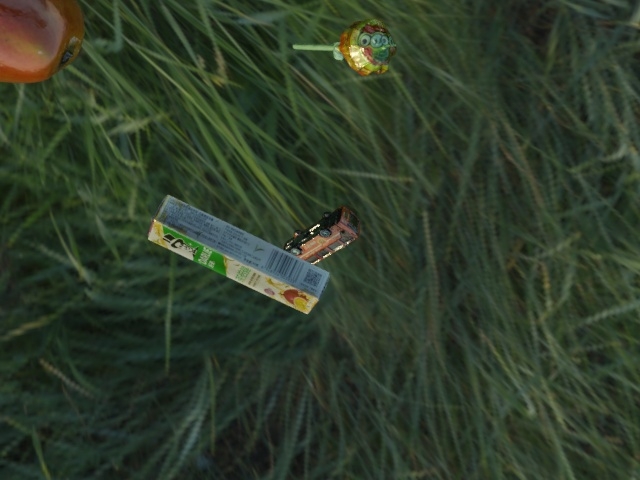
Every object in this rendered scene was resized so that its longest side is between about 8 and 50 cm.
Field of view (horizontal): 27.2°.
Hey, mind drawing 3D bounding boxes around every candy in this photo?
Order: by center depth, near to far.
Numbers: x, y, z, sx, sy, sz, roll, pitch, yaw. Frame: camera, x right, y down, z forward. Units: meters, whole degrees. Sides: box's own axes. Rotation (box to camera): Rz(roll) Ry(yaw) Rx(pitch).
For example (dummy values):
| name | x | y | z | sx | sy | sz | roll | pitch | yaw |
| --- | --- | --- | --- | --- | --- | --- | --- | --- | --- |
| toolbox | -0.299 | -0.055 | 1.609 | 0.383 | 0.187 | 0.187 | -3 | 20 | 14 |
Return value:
| name | x | y | z | sx | sy | sz | roll | pitch | yaw |
| --- | --- | --- | --- | --- | --- | --- | --- | --- | --- |
| candy | 0.017 | -0.216 | 1.474 | 0.061 | 0.201 | 0.060 | -4 | 99 | -27 |

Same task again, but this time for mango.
| name | x | y | z | sx | sy | sz | roll | pitch | yaw |
| --- | --- | --- | --- | --- | --- | --- | --- | --- | --- |
| mango | -0.365 | -0.230 | 1.256 | 0.289 | 0.146 | 0.129 | 10 | 137 | 5 |

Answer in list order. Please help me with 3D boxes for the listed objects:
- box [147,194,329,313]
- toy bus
| name | x | y | z | sx | sy | sz | roll | pitch | yaw |
| --- | --- | --- | --- | --- | --- | --- | --- | --- | --- |
| box | -0.091 | 0.016 | 1.471 | 0.207 | 0.050 | 0.041 | 25 | 64 | -4 |
| toy bus | 0.000 | 0.000 | 1.544 | 0.043 | 0.031 | 0.110 | 37 | 133 | -26 |
